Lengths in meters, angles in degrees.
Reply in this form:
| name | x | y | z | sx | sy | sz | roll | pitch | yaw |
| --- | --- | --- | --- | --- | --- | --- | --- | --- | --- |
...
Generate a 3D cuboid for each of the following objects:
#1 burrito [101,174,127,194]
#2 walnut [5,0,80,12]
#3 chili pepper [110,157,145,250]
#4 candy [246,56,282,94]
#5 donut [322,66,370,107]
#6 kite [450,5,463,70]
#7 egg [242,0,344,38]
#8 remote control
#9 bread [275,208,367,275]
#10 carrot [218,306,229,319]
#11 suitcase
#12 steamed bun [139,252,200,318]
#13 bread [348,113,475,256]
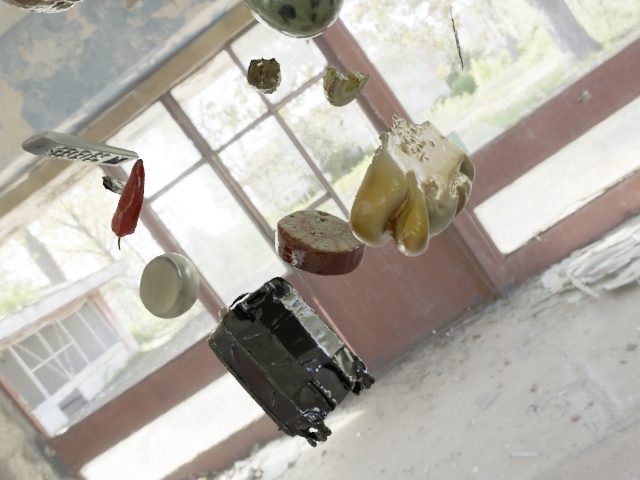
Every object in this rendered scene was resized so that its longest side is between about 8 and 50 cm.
| name | x | y | z | sx | sy | sz | roll | pitch | yaw |
| --- | --- | --- | --- | --- | --- | --- | --- | --- | --- |
| burrito | -0.570 | -0.152 | 1.553 | 0.042 | 0.051 | 0.171 | -39 | -2 | 1 |
| walnut | -0.884 | -0.895 | 1.746 | 0.354 | 0.308 | 0.398 | -25 | 14 | 27 |
| chili pepper | -0.497 | -0.085 | 1.425 | 0.063 | 0.071 | 0.272 | -22 | -38 | -57 |
| candy | -0.147 | -0.429 | 1.444 | 0.095 | 0.085 | 0.110 | 9 | -2 | -9 |
| donut | 0.059 | -0.434 | 1.550 | 0.166 | 0.065 | 0.108 | -20 | -30 | -49 |
| kite | 0.404 | -0.598 | 1.630 | 0.009 | 0.189 | 0.232 | -11 | 14 | 19 |
| egg | -0.088 | -0.803 | 1.635 | 0.345 | 0.428 | 0.345 | -19 | -23 | -8 |
| remote control | -0.664 | -0.259 | 1.543 | 0.109 | 0.055 | 0.313 | -13 | -7 | 28 |
| bread | -0.004 | 0.000 | 1.936 | 0.295 | 0.328 | 0.114 | -30 | -44 | -46 |
| carrot | -0.334 | 0.285 | 1.989 | 0.048 | 0.048 | 0.216 | -37 | 19 | -9 |
| suitcase | -0.086 | 0.319 | 1.518 | 0.283 | 0.434 | 0.194 | -39 | -6 | -41 |
| steamed bun | -0.514 | 0.159 | 1.926 | 0.232 | 0.232 | 0.145 | -33 | -22 | 26 |
| bread | 0.244 | -0.143 | 1.397 | 0.245 | 0.329 | 0.424 | 16 | 32 | 27 |
